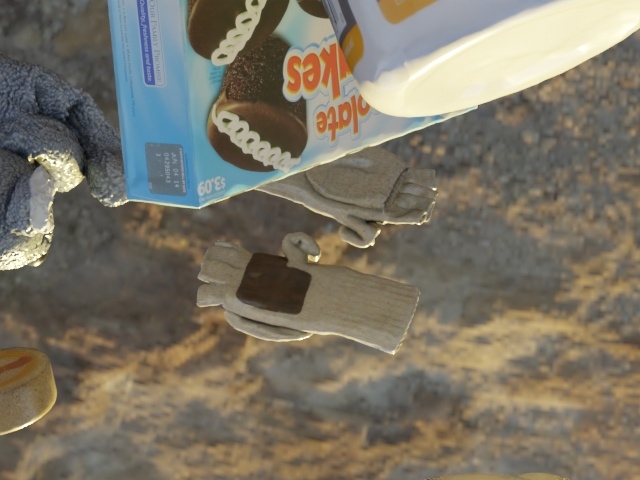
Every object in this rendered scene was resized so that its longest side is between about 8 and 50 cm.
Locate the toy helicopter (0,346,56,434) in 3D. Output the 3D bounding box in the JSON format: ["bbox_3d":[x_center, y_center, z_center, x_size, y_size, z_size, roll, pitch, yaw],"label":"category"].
[{"bbox_3d":[-0.366,0.129,1.099,0.355,0.235,0.140,-8,109,12],"label":"toy helicopter"}]

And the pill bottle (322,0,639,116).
[{"bbox_3d":[0.049,-0.213,0.739,0.162,0.278,0.162,-20,171,-3],"label":"pill bottle"}]

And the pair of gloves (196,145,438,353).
[{"bbox_3d":[0.000,0.000,1.430,0.204,0.240,0.042,9,142,7],"label":"pair of gloves"}]

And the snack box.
[{"bbox_3d":[-0.005,-0.147,0.958,0.060,0.322,0.187,6,108,34],"label":"snack box"}]

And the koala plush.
[{"bbox_3d":[-0.308,-0.052,1.470,0.196,0.221,0.203,-18,123,20],"label":"koala plush"}]

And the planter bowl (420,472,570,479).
[{"bbox_3d":[0.082,0.169,0.680,0.162,0.109,0.162,21,125,34],"label":"planter bowl"}]
